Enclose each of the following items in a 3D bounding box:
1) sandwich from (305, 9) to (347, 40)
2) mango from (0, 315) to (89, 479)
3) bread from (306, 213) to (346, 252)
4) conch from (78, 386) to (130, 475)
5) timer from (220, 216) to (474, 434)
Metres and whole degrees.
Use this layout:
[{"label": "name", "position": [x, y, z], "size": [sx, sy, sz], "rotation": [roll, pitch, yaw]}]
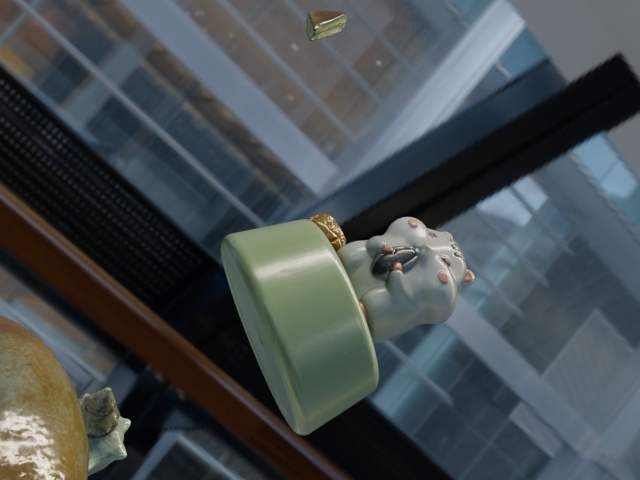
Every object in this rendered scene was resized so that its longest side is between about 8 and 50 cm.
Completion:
[{"label": "sandwich", "position": [-0.001, -0.307, 1.526], "size": [0.044, 0.083, 0.031], "rotation": [28, -55, 28]}, {"label": "mango", "position": [-0.277, 0.170, 0.831], "size": [0.316, 0.192, 0.146], "rotation": [-122, -163, -55]}, {"label": "bread", "position": [0.000, 0.000, 1.584], "size": [0.083, 0.046, 0.081], "rotation": [10, -54, 36]}, {"label": "conch", "position": [-0.378, 0.331, 1.735], "size": [0.114, 0.234, 0.137], "rotation": [32, 11, 32]}, {"label": "timer", "position": [0.055, 0.076, 1.489], "size": [0.291, 0.315, 0.291], "rotation": [158, -90, -81]}]
